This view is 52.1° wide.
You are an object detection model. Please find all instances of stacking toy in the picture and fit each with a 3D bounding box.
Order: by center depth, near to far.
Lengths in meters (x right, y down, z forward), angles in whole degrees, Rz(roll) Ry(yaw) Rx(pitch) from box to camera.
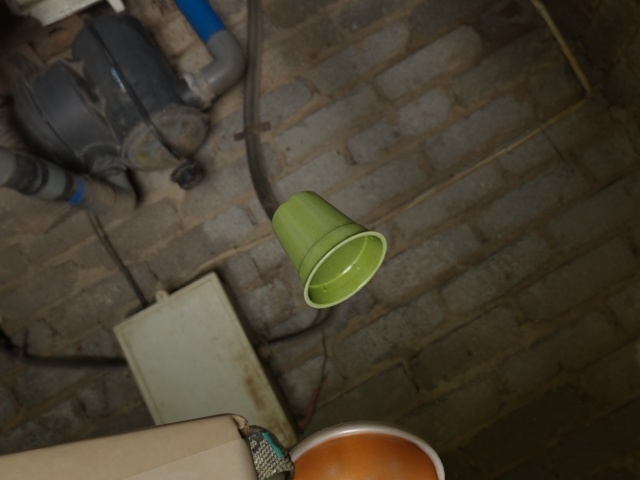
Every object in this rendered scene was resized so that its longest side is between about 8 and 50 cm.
[{"bbox_3d":[0.094,0.603,1.170,0.350,0.350,0.480,-34,-152,15],"label":"stacking toy"}]

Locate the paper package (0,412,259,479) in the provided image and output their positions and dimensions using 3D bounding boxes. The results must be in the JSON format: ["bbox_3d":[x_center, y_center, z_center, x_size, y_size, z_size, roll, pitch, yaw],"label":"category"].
[{"bbox_3d":[-0.227,0.268,0.564,0.324,0.168,0.309,-7,163,-17],"label":"paper package"}]

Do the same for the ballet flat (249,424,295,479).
[{"bbox_3d":[-0.152,0.575,1.161,0.164,0.182,0.483,9,101,-39],"label":"ballet flat"}]

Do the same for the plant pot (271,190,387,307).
[{"bbox_3d":[0.000,0.000,0.556,0.083,0.079,0.083,-28,147,-20],"label":"plant pot"}]
